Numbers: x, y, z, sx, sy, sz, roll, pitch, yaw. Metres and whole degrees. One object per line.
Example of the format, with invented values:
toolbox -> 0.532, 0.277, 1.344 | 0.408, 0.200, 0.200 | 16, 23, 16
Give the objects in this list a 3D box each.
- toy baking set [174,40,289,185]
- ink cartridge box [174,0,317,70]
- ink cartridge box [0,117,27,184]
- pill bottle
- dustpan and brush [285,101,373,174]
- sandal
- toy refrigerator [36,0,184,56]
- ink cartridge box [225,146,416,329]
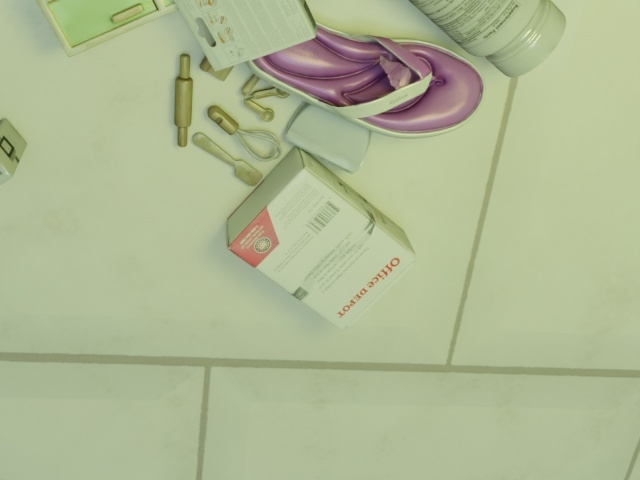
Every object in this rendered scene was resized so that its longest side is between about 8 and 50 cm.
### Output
toy baking set -> -0.155, -0.212, 1.508 | 0.196, 0.030, 0.256 | 7, 117, -8
ink cartridge box -> -0.113, -0.351, 1.358 | 0.179, 0.045, 0.145 | -13, 132, 20
ink cartridge box -> -0.547, -0.120, 1.422 | 0.104, 0.180, 0.060 | -29, 118, 8
pill bottle -> 0.247, -0.396, 1.400 | 0.283, 0.160, 0.160 | 35, 108, -24
dustpan and brush -> 0.048, -0.239, 1.522 | 0.147, 0.060, 0.211 | 27, 118, -7
sandal -> 0.075, -0.267, 1.439 | 0.416, 0.102, 0.170 | 11, 92, -8
toy refrigerator -> -0.290, -0.390, 1.364 | 0.269, 0.094, 0.102 | -22, 118, 3
ink cartridge box -> 0.000, 0.000, 1.600 | 0.283, 0.117, 0.207 | 38, 107, -24
